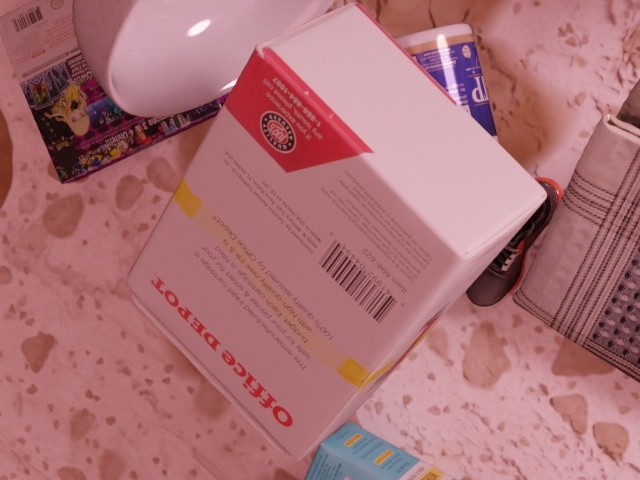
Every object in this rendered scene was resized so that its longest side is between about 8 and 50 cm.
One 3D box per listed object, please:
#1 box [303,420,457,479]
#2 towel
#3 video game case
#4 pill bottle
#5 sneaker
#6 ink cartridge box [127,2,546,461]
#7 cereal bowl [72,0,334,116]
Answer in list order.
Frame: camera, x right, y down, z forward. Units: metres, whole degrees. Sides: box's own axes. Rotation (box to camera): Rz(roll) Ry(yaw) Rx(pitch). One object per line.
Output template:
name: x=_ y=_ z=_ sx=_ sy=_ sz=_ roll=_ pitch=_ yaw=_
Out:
box: x=0.109 y=0.288 z=1.615 sx=0.244 sy=0.100 sz=0.060 roll=27 pitch=107 yaw=15
towel: x=0.368 y=0.031 z=1.434 sx=0.312 sy=0.056 sz=0.324 roll=33 pitch=132 yaw=13
video game case: x=-0.238 y=-0.203 z=1.707 sx=0.232 sy=0.042 sz=0.210 roll=-23 pitch=89 yaw=23
pill bottle: x=0.122 y=-0.121 z=1.539 sx=0.112 sy=0.112 sz=0.187 roll=-12 pitch=94 yaw=23
sneaker: x=0.192 y=0.003 z=1.556 sx=0.061 sy=0.065 sz=0.158 roll=32 pitch=108 yaw=14
ink cartridge box: x=0.000 y=0.000 z=1.511 sx=0.279 sy=0.160 sz=0.385 roll=46 pitch=135 yaw=10
cereal bowl: x=-0.113 y=-0.289 z=1.491 sx=0.141 sy=0.339 sz=0.339 roll=49 pitch=112 yaw=16
